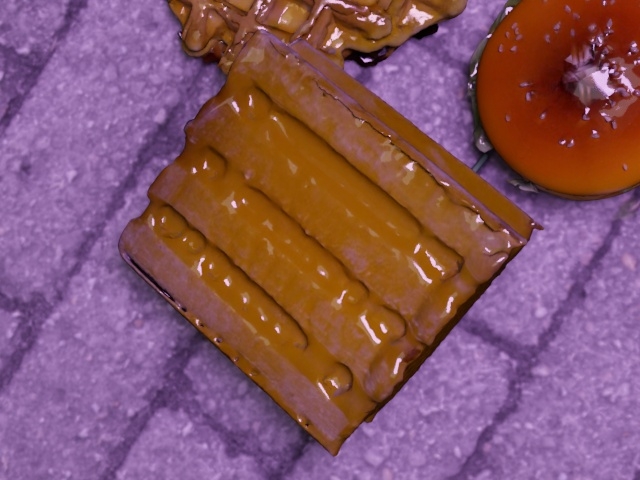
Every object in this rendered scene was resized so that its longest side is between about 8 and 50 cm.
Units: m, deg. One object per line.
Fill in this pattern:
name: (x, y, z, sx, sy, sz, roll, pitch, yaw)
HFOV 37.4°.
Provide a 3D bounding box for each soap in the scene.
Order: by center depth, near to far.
soap: (0.000, 0.000, 0.956, 0.335, 0.156, 0.293, 39, 112, 13)

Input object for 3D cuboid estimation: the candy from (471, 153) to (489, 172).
candy: (0.126, -0.018, 1.049, 0.060, 0.060, 0.201, 37, 82, 5)

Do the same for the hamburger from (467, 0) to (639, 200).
hamburger: (0.263, -0.155, 0.958, 0.246, 0.170, 0.246, 0, 90, 18)

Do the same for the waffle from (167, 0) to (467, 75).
waffle: (-0.025, -0.365, 1.054, 0.379, 0.095, 0.382, -21, 84, 6)
